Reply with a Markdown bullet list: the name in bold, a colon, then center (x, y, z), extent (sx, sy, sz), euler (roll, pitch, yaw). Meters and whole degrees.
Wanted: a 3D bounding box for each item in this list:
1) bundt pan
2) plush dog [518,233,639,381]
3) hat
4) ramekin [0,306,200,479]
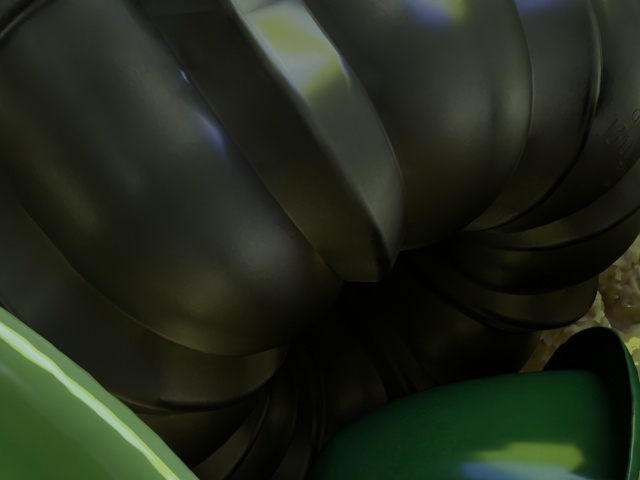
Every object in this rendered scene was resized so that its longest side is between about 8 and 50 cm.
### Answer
- **bundt pan**: center (0.000, 0.000, 0.637), extent (0.331, 0.331, 0.124), euler (5, 44, -55)
- **plush dog**: center (0.082, 0.013, 0.983), extent (0.225, 0.210, 0.262), euler (-22, 49, -40)
- **hat**: center (0.000, 0.088, 0.609), extent (0.183, 0.173, 0.208), euler (19, 5, -6)
- **ramekin**: center (-0.139, 0.113, 0.235), extent (0.303, 0.148, 0.303), euler (29, 23, -14)
